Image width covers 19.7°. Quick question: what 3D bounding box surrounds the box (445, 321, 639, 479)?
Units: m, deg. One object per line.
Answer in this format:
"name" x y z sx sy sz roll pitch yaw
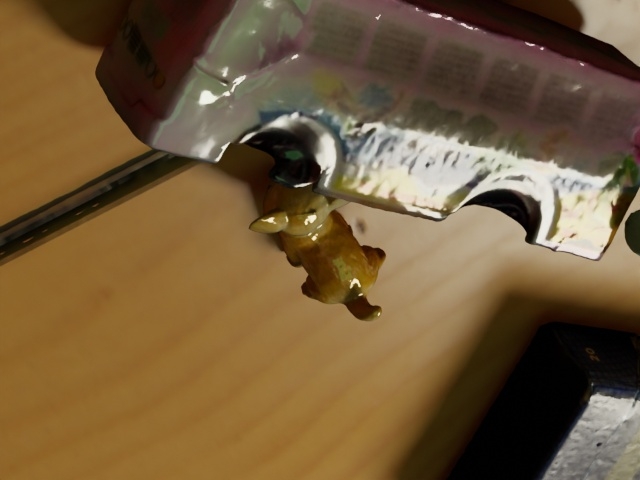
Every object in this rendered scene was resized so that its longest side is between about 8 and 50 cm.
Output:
"box" 0.215 0.142 1.164 0.259 0.071 0.168 10 122 -31

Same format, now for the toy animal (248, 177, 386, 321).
"toy animal" 0.000 0.000 0.944 0.060 0.081 0.083 -25 154 -1

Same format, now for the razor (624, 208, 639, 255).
"razor" 0.238 -0.011 1.006 0.232 0.068 0.106 -1 129 -48

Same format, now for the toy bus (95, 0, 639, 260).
"toy bus" 0.036 -0.071 0.886 0.274 0.090 0.112 14 114 -33
